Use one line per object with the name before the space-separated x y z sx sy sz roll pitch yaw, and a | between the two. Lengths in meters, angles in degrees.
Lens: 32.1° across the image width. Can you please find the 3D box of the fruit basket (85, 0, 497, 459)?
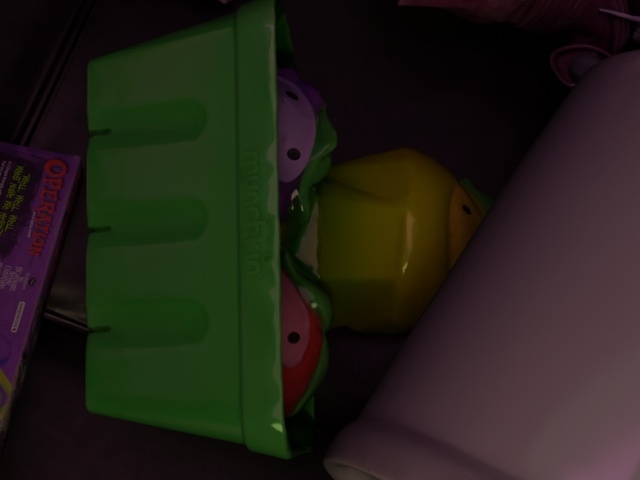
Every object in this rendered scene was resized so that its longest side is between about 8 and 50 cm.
fruit basket | 0.000 0.000 0.961 0.392 0.283 0.392 -1 81 4

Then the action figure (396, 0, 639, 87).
action figure | 0.208 -0.245 1.099 0.370 0.276 0.248 20 78 -18

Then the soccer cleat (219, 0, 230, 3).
soccer cleat | -0.062 -0.351 1.144 0.095 0.083 0.248 39 79 12

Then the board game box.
board game box | -0.352 0.057 0.980 0.208 0.056 0.347 9 59 1

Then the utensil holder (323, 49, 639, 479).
utensil holder | 0.241 0.097 0.854 0.327 0.327 0.385 33 74 5
